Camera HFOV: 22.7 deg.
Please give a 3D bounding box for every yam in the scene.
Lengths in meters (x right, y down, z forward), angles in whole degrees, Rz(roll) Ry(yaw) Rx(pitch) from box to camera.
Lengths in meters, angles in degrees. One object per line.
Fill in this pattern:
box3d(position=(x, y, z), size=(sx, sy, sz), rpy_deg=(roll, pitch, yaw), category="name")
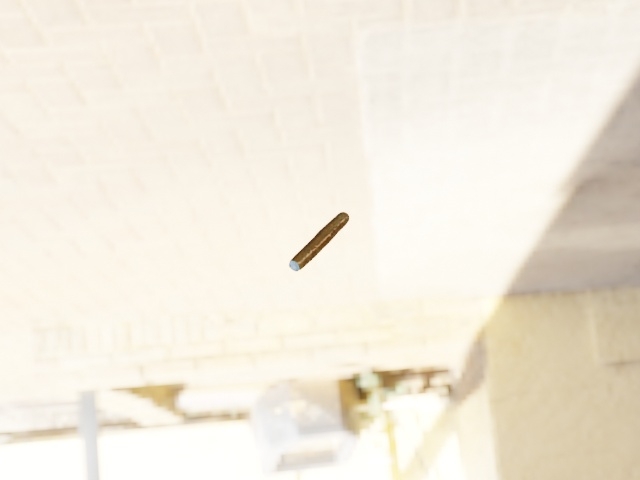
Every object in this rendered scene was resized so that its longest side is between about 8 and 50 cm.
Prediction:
box3d(position=(0.000, 0.000, 1.987), size=(0.021, 0.021, 0.116), rpy_deg=(-16, -158, 49), category="yam")
